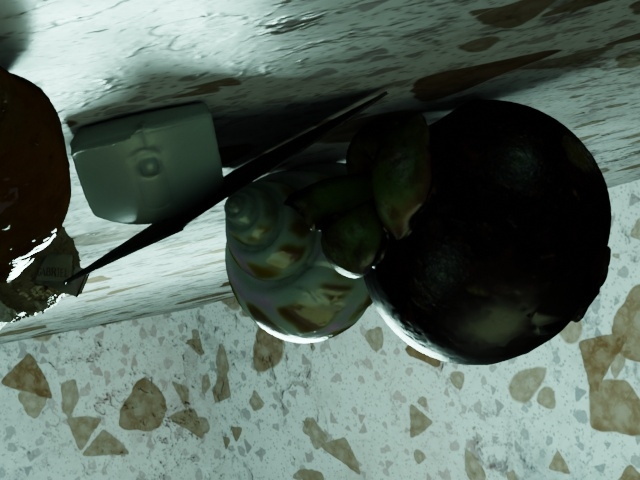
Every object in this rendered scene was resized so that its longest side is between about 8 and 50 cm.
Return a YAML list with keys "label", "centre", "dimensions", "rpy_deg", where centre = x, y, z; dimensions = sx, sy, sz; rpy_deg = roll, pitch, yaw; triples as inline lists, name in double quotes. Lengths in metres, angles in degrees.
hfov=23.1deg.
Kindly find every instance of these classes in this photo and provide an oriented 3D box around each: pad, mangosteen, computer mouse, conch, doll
- label: "pad"
  centre: [-0.106, -0.046, 1.550]
  dimensions: [0.248, 0.007, 0.367]
  rpy_deg: [-36, -172, -26]
- label: "mangosteen"
  centre: [0.157, -0.011, 1.659]
  dimensions: [0.311, 0.311, 0.311]
  rpy_deg: [-13, 176, -1]
- label: "computer mouse"
  centre: [-0.148, -0.062, 1.380]
  dimensions: [0.128, 0.079, 0.231]
  rpy_deg: [-17, 172, -2]
- label: "conch"
  centre: [0.000, 0.000, 1.852]
  dimensions: [0.249, 0.197, 0.368]
  rpy_deg: [-46, 174, 4]
- label: "doll"
  centre: [-0.336, 0.031, 1.783]
  dimensions: [0.115, 0.105, 0.221]
  rpy_deg: [-54, -162, -27]

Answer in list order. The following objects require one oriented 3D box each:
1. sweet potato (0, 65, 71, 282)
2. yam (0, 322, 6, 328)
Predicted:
- label: "sweet potato"
  centre: [-0.219, -0.053, 1.036]
  dimensions: [0.112, 0.112, 0.359]
  rpy_deg: [-12, 158, -13]
- label: "yam"
  centre: [-0.476, 0.086, 2.155]
  dimensions: [0.106, 0.106, 0.259]
  rpy_deg: [-9, 176, -44]
